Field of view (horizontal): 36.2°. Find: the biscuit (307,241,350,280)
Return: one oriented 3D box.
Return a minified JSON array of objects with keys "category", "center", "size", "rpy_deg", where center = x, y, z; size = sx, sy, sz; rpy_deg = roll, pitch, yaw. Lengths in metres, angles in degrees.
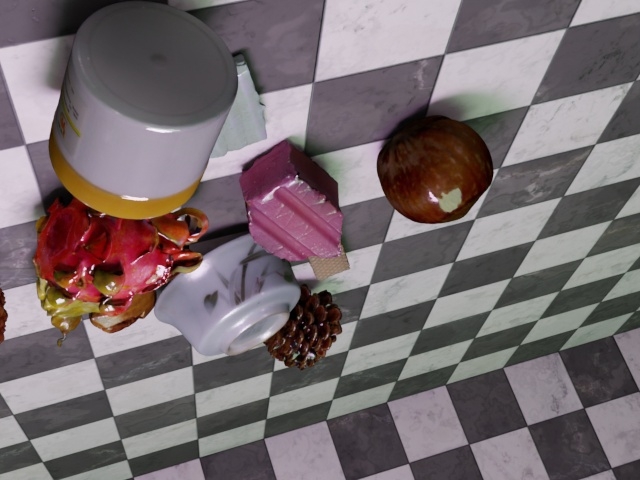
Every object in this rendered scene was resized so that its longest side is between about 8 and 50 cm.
[{"category":"biscuit","center":[0.000,0.000,2.235],"size":[0.094,0.054,0.379],"rpy_deg":[-20,156,0]}]

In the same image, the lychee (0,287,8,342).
[{"category":"lychee","center":[-0.702,0.140,1.730],"size":[0.275,0.276,0.304],"rpy_deg":[-35,144,29]}]

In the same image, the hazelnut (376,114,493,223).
[{"category":"hazelnut","center":[0.222,-0.136,1.943],"size":[0.234,0.218,0.218],"rpy_deg":[-36,151,32]}]

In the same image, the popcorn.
[{"category":"popcorn","center":[-0.493,0.097,1.945],"size":[0.195,0.173,0.168],"rpy_deg":[-30,167,33]}]

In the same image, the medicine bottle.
[{"category":"medicine bottle","center":[-0.260,-0.188,1.425],"size":[0.238,0.238,0.232],"rpy_deg":[-6,150,-28]}]

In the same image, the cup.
[{"category":"cup","center":[-0.178,0.141,2.175],"size":[0.347,0.163,0.347],"rpy_deg":[-30,161,-12]}]

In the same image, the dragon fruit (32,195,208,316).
[{"category":"dragon fruit","center":[-0.360,0.011,1.781],"size":[0.307,0.227,0.243],"rpy_deg":[-24,160,3]}]

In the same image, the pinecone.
[{"category":"pinecone","center":[-0.060,0.209,2.449],"size":[0.221,0.221,0.221],"rpy_deg":[-17,156,-8]}]

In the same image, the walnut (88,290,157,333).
[{"category":"walnut","center":[-0.425,0.137,2.092],"size":[0.116,0.116,0.207],"rpy_deg":[-32,180,26]}]

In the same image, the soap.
[{"category":"soap","center":[-0.046,-0.057,1.948],"size":[0.182,0.112,0.289],"rpy_deg":[-27,141,22]}]

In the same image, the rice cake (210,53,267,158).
[{"category":"rice cake","center":[-0.158,-0.222,1.665],"size":[0.127,0.043,0.237],"rpy_deg":[-20,157,-2]}]
